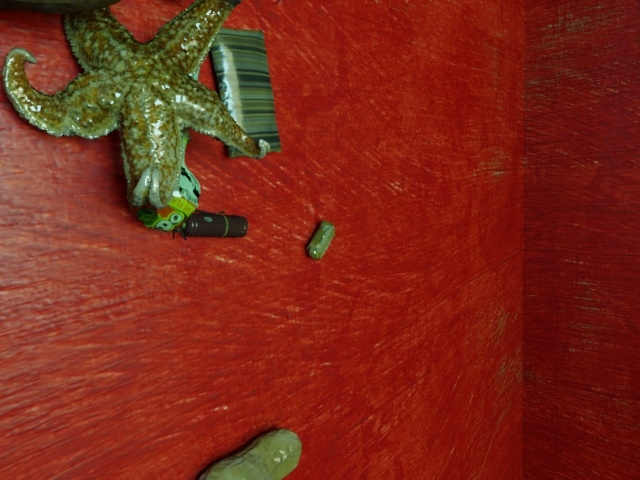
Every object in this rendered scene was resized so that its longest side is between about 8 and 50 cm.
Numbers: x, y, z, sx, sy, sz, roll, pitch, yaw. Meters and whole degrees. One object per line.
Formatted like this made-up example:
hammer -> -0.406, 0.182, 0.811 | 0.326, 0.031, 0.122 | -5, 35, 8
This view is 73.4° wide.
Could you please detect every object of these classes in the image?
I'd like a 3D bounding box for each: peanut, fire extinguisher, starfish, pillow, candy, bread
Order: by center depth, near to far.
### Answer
starfish -> -0.193, -0.196, 0.521 | 0.312, 0.113, 0.303 | 35, 72, -14
candy -> -0.203, -0.160, 0.612 | 0.083, 0.091, 0.305 | 46, 45, -64
fire extinguisher -> -0.173, -0.025, 0.667 | 0.132, 0.039, 0.056 | 1, 59, -48
pillow -> -0.123, -0.243, 0.708 | 0.113, 0.038, 0.203 | -18, 106, -44
peanut -> -0.116, 0.396, 0.736 | 0.214, 0.100, 0.099 | -16, 105, -53
bread -> 0.000, 0.000, 0.872 | 0.088, 0.034, 0.049 | -60, 147, -21

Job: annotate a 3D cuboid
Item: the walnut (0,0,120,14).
walnut -> -0.275, -0.325, 0.381 | 0.261, 0.225, 0.224 | -10, 102, -19
